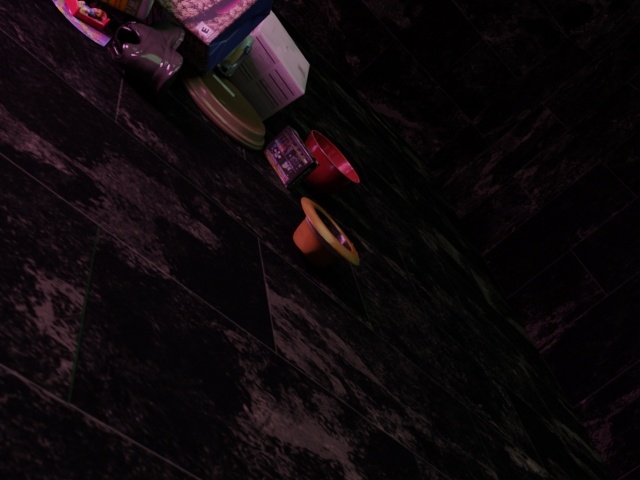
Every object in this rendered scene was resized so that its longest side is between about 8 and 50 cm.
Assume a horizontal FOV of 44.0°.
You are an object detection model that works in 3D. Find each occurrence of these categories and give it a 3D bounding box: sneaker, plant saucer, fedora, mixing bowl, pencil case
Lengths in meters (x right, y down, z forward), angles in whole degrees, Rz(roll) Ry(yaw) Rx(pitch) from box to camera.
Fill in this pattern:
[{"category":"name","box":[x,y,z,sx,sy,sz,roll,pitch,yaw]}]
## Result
[{"category":"sneaker","box":[-0.346,-0.390,1.573,0.130,0.109,0.286,30,18,-25]},{"category":"plant saucer","box":[-0.225,-0.324,1.854,0.278,0.041,0.278,44,16,-16]},{"category":"fedora","box":[0.000,0.000,1.621,0.194,0.079,0.194,48,9,-10]},{"category":"mixing bowl","box":[0.005,-0.186,2.043,0.181,0.098,0.181,45,16,-17]},{"category":"pencil case","box":[-0.294,-0.518,1.920,0.273,0.124,0.113,39,-24,-5]}]

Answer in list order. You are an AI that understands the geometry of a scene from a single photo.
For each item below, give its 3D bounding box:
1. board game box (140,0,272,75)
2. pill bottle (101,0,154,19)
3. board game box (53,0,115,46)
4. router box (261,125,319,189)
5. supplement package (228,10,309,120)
[{"category":"board game box","box":[-0.283,-0.558,1.749,0.291,0.232,0.141,40,-19,2]},{"category":"pill bottle","box":[-0.434,-0.546,1.550,0.245,0.136,0.136,23,23,-15]},{"category":"board game box","box":[-0.451,-0.446,1.533,0.133,0.033,0.169,43,16,-20]},{"category":"router box","box":[-0.071,-0.194,1.864,0.122,0.092,0.038,57,17,24]},{"category":"supplement package","box":[-0.149,-0.477,2.135,0.204,0.145,0.262,53,20,-22]}]
